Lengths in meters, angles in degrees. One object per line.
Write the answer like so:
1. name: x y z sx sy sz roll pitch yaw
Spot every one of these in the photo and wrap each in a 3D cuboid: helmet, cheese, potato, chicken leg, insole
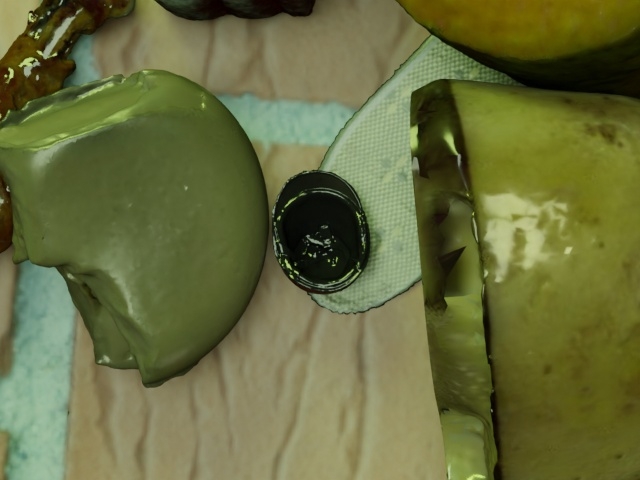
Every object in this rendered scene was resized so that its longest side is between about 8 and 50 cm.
1. helmet: 0.000 -0.001 1.074 0.065 0.049 0.084 -6 74 -3
2. cheese: -0.117 -0.007 1.055 0.175 0.091 0.202 -17 100 -15
3. potato: 0.169 0.029 0.974 0.242 0.242 0.285 -7 101 8
4. chicken leg: -0.211 -0.094 1.104 0.107 0.087 0.251 36 86 -14
5. insole: 0.089 -0.089 1.092 0.109 0.007 0.322 36 94 7

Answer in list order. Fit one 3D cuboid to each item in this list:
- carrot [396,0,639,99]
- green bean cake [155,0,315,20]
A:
1. carrot: 0.150 -0.210 0.935 0.241 0.341 0.241 -4 81 25
2. green bean cake: -0.035 -0.266 1.070 0.198 0.097 0.232 1 87 8
